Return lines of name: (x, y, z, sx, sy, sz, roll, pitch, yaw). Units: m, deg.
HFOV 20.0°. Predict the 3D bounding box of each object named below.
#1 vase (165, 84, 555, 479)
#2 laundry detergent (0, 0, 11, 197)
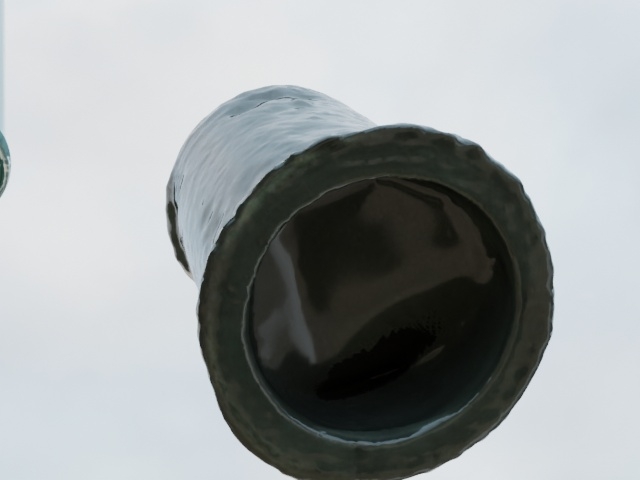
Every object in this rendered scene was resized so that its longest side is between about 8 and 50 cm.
vase: (0.000, 0.000, 1.267, 0.245, 0.291, 0.245, -6, -70, -15)
laundry detergent: (-0.327, -0.176, 1.080, 0.287, 0.305, 0.287, -4, -24, -2)
